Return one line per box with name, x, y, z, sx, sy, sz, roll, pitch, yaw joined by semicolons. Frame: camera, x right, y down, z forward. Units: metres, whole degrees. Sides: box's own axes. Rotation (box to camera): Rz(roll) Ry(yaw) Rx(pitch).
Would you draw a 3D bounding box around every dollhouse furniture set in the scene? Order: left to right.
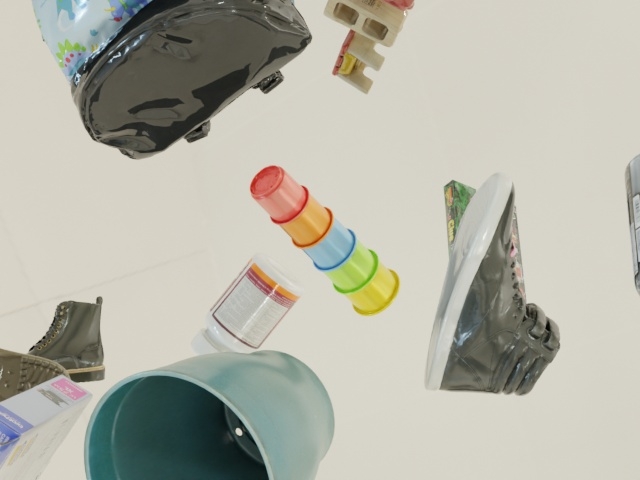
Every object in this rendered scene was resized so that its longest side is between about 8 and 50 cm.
dollhouse furniture set;0.086;-0.419;1.644;0.152;0.374;0.201;27;68;-1

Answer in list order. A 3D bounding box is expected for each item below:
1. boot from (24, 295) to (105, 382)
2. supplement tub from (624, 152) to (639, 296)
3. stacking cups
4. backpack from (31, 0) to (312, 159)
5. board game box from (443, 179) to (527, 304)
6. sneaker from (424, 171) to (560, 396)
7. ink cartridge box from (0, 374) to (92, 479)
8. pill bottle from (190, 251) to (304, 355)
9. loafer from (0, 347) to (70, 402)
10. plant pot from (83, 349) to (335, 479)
boot;-0.438;0.157;1.683;0.198;0.077;0.136;2;89;-40
supplement tub;0.402;-0.003;1.172;0.117;0.117;0.190;21;59;-39
stacking cups;0.000;0.000;1.669;0.316;0.096;0.096;43;44;-35
backpack;-0.189;-0.320;1.163;0.273;0.290;0.355;29;45;-41
board game box;0.258;0.036;1.649;0.136;0.030;0.259;18;53;-25
sneaker;0.227;0.062;1.277;0.147;0.295;0.104;12;24;-1
ink cartridge box;-0.382;0.268;1.249;0.065;0.185;0.311;34;4;1
pill bottle;-0.142;0.141;2.021;0.121;0.221;0.121;38;7;-6
loafer;-0.474;0.178;1.422;0.269;0.092;0.101;24;60;-19
plant pot;-0.117;0.260;1.363;0.255;0.272;0.271;-24;88;-62
